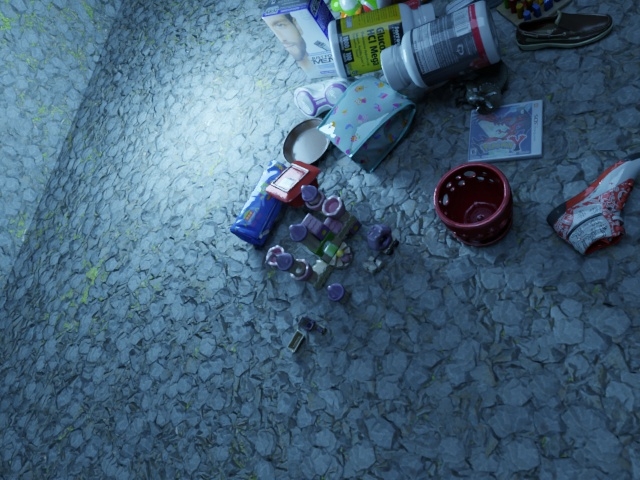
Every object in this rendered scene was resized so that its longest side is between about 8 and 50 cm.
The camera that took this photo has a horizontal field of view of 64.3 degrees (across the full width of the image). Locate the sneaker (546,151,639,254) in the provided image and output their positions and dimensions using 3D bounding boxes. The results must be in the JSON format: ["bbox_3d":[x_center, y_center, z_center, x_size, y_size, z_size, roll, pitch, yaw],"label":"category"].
[{"bbox_3d":[0.705,-0.080,1.231,0.270,0.090,0.145,-39,55,13],"label":"sneaker"}]

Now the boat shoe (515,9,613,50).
[{"bbox_3d":[0.701,-0.617,1.478,0.258,0.095,0.095,-2,67,29],"label":"boat shoe"}]

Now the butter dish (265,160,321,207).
[{"bbox_3d":[-0.072,-0.165,1.665,0.160,0.118,0.160,-45,40,-13],"label":"butter dish"}]

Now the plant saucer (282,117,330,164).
[{"bbox_3d":[-0.044,-0.344,1.822,0.199,0.036,0.198,-13,61,25],"label":"plant saucer"}]

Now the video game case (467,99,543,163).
[{"bbox_3d":[0.535,-0.313,1.478,0.202,0.023,0.183,-2,67,30],"label":"video game case"}]

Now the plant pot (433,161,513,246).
[{"bbox_3d":[0.415,-0.086,1.347,0.191,0.174,0.191,-13,62,26],"label":"plant pot"}]

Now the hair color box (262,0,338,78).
[{"bbox_3d":[-0.031,-0.721,1.802,0.185,0.339,0.110,5,70,32],"label":"hair color box"}]

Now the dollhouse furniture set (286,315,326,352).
[{"bbox_3d":[-0.058,0.281,1.508,0.091,0.081,0.114,27,83,36],"label":"dollhouse furniture set"}]

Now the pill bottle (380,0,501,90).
[{"bbox_3d":[0.347,-0.555,1.496,0.319,0.176,0.176,-13,62,29],"label":"pill bottle"}]

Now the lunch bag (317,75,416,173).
[{"bbox_3d":[0.157,-0.388,1.652,0.262,0.160,0.223,-49,52,9],"label":"lunch bag"}]

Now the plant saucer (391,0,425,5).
[{"bbox_3d":[0.340,-0.923,1.870,0.200,0.037,0.199,-12,63,25],"label":"plant saucer"}]

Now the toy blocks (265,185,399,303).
[{"bbox_3d":[0.000,0.000,1.496,0.309,0.260,0.288,31,85,37],"label":"toy blocks"}]

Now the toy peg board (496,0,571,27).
[{"bbox_3d":[0.654,-0.755,1.581,0.161,0.079,0.160,-36,54,12],"label":"toy peg board"}]

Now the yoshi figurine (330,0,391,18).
[{"bbox_3d":[0.165,-0.948,1.867,0.362,0.204,0.202,10,68,51],"label":"yoshi figurine"}]

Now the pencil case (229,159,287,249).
[{"bbox_3d":[-0.188,-0.124,1.750,0.133,0.119,0.306,23,81,38],"label":"pencil case"}]

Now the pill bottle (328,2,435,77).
[{"bbox_3d":[0.205,-0.658,1.663,0.334,0.188,0.187,-10,62,12],"label":"pill bottle"}]

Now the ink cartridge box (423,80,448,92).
[{"bbox_3d":[0.404,-0.583,1.676,0.180,0.045,0.145,-21,58,13],"label":"ink cartridge box"}]

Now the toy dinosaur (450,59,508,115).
[{"bbox_3d":[0.495,-0.475,1.536,0.161,0.121,0.313,14,55,31],"label":"toy dinosaur"}]

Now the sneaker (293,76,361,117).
[{"bbox_3d":[0.031,-0.520,1.834,0.305,0.114,0.152,8,34,45],"label":"sneaker"}]

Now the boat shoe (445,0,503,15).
[{"bbox_3d":[0.517,-0.805,1.681,0.227,0.083,0.075,-19,61,23],"label":"boat shoe"}]

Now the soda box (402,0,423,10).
[{"bbox_3d":[0.242,-0.763,1.822,0.264,0.083,0.092,-12,62,26],"label":"soda box"}]
